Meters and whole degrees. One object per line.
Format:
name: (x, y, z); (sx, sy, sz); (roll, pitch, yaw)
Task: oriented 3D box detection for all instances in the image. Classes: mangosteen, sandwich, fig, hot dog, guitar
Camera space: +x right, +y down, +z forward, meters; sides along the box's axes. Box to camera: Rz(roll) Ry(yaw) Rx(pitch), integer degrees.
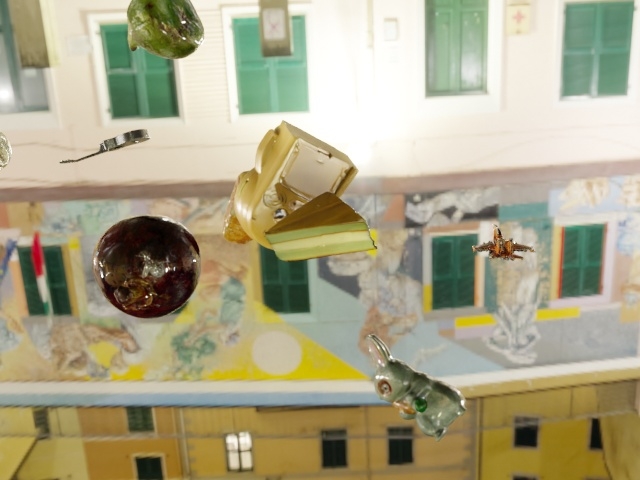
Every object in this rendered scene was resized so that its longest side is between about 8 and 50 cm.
mangosteen: (-0.371, 0.072, 1.546); (0.236, 0.235, 0.261); (-1, -152, 5)
sandwich: (0.000, 0.000, 1.599); (0.187, 0.117, 0.144); (-35, -132, -7)
fig: (-0.430, -0.540, 1.872); (0.235, 0.203, 0.203); (-19, -171, 27)
hot dog: (-0.204, -0.092, 2.250); (0.153, 0.256, 0.150); (13, -131, -13)
guitar: (-0.524, -0.223, 1.764); (0.233, 0.025, 0.088); (-16, -176, 9)

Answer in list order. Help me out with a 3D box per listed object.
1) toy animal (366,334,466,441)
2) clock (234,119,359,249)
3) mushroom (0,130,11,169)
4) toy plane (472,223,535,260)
toy animal: (0.172, 0.292, 1.440); (0.236, 0.108, 0.138); (33, -175, 21)
clock: (-0.082, -0.124, 1.897); (0.244, 0.317, 0.200); (27, -169, -23)
mushroom: (-0.876, -0.226, 1.911); (0.112, 0.148, 0.148); (6, -161, 9)
toy plane: (0.406, 0.008, 1.651); (0.135, 0.062, 0.188); (1, -166, 3)
